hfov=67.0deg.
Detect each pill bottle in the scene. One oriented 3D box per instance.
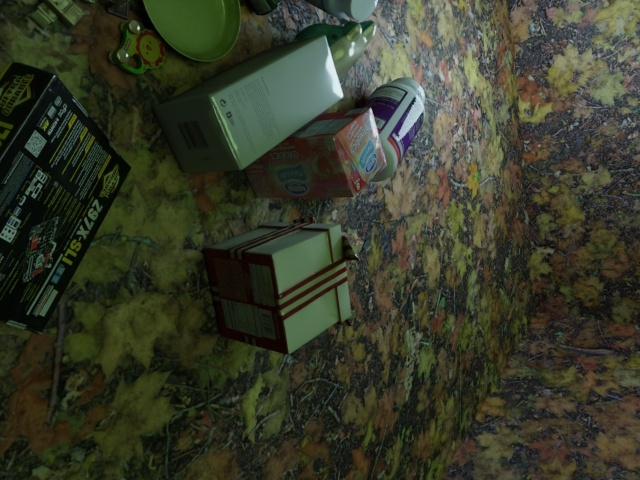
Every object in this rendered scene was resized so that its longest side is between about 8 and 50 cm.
[{"bbox_3d":[0.032,-0.615,1.164,0.124,0.221,0.124,-33,147,-25],"label":"pill bottle"},{"bbox_3d":[0.193,-0.337,1.428,0.323,0.181,0.182,-57,132,-30],"label":"pill bottle"}]

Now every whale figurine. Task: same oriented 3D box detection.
[{"bbox_3d":[0.028,-0.491,1.227,0.141,0.216,0.272,46,60,-4],"label":"whale figurine"}]

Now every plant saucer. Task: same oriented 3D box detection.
[{"bbox_3d":[-0.265,-0.487,0.982,0.240,0.037,0.241,-6,98,-50],"label":"plant saucer"}]

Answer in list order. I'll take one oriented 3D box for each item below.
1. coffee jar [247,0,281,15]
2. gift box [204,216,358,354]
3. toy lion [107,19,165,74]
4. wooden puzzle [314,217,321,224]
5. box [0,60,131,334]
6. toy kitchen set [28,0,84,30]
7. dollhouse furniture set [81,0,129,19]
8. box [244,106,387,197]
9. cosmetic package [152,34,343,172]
[{"bbox_3d":[-0.157,-0.604,1.068,0.184,0.079,0.096,47,61,-42],"label":"coffee jar"},{"bbox_3d":[-0.065,0.100,1.093,0.258,0.276,0.255,-25,117,-48],"label":"gift box"},{"bbox_3d":[-0.339,-0.357,0.913,0.096,0.034,0.100,34,68,-54],"label":"toy lion"},{"bbox_3d":[0.000,0.000,1.355,0.116,0.014,0.079,54,54,-37],"label":"wooden puzzle"},{"bbox_3d":[-0.425,-0.046,0.701,0.257,0.079,0.322,89,20,-71],"label":"box"},{"bbox_3d":[-0.424,-0.382,0.771,0.083,0.075,0.068,46,60,-37],"label":"toy kitchen set"},{"bbox_3d":[-0.356,-0.465,0.841,0.091,0.081,0.115,2,91,-50],"label":"dollhouse furniture set"},{"bbox_3d":[-0.025,-0.190,1.087,0.154,0.299,0.142,-44,124,-39],"label":"box"},{"bbox_3d":[-0.138,-0.296,1.028,0.365,0.196,0.155,-43,124,-38],"label":"cosmetic package"}]
